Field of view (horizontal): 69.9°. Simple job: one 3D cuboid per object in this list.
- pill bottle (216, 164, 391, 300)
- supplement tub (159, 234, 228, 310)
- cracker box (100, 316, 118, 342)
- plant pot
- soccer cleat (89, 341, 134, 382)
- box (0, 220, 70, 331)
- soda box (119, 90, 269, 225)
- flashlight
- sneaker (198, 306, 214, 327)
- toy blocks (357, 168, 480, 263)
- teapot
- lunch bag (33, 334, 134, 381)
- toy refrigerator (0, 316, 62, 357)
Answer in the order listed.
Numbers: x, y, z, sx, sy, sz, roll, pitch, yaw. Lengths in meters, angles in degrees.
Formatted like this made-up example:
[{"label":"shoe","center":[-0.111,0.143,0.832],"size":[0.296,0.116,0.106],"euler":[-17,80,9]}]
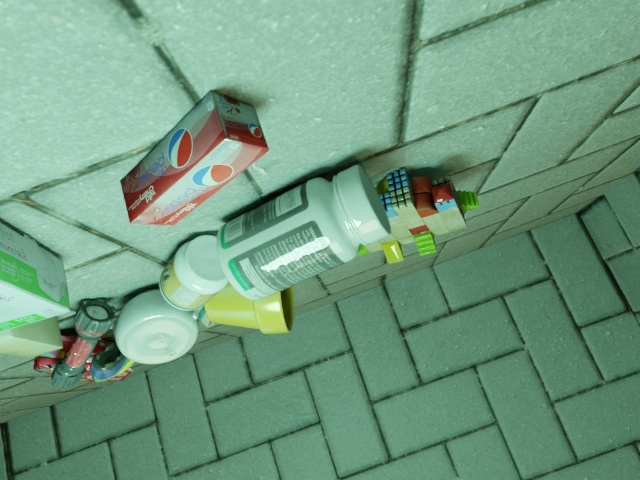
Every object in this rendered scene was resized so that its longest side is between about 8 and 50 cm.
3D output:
[{"label":"pill bottle","center":[-0.038,-0.017,1.045],"size":[0.360,0.204,0.204],"euler":[-24,164,17]},{"label":"supplement tub","center":[-0.311,0.083,1.156],"size":[0.144,0.145,0.199],"euler":[-7,160,-38]},{"label":"cracker box","center":[-0.651,0.304,1.624],"size":[0.232,0.067,0.156],"euler":[-14,162,-23]},{"label":"plant pot","center":[-0.217,0.162,1.397],"size":[0.238,0.254,0.254],"euler":[-6,165,4]},{"label":"soccer cleat","center":[-0.611,0.353,1.480],"size":[0.289,0.093,0.121],"euler":[-30,157,-55]},{"label":"box","center":[-0.621,0.078,0.810],"size":[0.230,0.127,0.262],"euler":[-15,163,-11]},{"label":"soda box","center":[-0.208,-0.116,0.729],"size":[0.263,0.084,0.092],"euler":[-31,161,33]},{"label":"flashlight","center":[-0.694,0.305,1.320],"size":[0.103,0.103,0.304],"euler":[23,114,-32]},{"label":"sneaker","center":[-0.348,0.195,1.597],"size":[0.108,0.121,0.302],"euler":[-57,169,18]},{"label":"toy blocks","center":[0.220,-0.085,1.236],"size":[0.380,0.191,0.261],"euler":[-16,154,21]},{"label":"teapot","center":[-0.492,0.233,1.392],"size":[0.255,0.187,0.253],"euler":[12,122,-31]},{"label":"lunch bag","center":[-0.779,0.390,1.529],"size":[0.292,0.120,0.258],"euler":[18,148,-29]},{"label":"toy refrigerator","center":[-0.769,0.228,1.166],"size":[0.094,0.102,0.269],"euler":[-16,165,-11]}]
